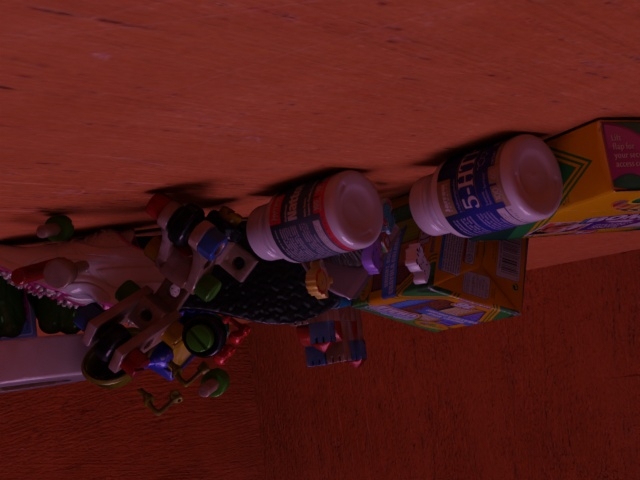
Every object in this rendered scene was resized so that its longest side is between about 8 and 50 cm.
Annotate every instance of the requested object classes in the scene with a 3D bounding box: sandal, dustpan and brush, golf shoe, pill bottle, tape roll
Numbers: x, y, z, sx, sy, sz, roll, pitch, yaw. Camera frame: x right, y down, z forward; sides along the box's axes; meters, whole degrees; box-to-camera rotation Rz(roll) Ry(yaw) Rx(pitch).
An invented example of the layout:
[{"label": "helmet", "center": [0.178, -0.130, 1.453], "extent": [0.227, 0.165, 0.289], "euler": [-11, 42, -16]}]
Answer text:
[{"label": "sandal", "center": [-0.187, 0.049, 1.702], "extent": [0.446, 0.167, 0.107], "euler": [1, 179, -3]}, {"label": "dustpan and brush", "center": [0.000, 0.000, 1.607], "extent": [0.211, 0.147, 0.060], "euler": [13, 149, 43]}, {"label": "golf shoe", "center": [-0.352, 0.038, 1.595], "extent": [0.306, 0.140, 0.115], "euler": [15, 165, 2]}, {"label": "pill bottle", "center": [0.210, -0.064, 1.364], "extent": [0.112, 0.112, 0.187], "euler": [-2, 170, -40]}, {"label": "tape roll", "center": [-0.540, 0.222, 1.804], "extent": [0.392, 0.072, 0.392], "euler": [-9, 171, -1]}, {"label": "pill bottle", "center": [-0.014, -0.026, 1.433], "extent": [0.180, 0.107, 0.108], "euler": [-15, 170, 42]}]

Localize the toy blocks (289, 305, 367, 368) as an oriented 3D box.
[{"label": "toy blocks", "center": [0.015, 0.189, 2.535], "extent": [0.191, 0.260, 0.381], "euler": [-10, 172, 17]}]

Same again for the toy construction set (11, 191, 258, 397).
[{"label": "toy construction set", "center": [-0.235, 0.045, 1.466], "extent": [0.309, 0.257, 0.237], "euler": [11, -170, 13]}]

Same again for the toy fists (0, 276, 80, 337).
[{"label": "toy fists", "center": [-0.484, 0.093, 1.725], "extent": [0.279, 0.142, 0.096], "euler": [-3, 171, -29]}]

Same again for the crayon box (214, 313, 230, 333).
[{"label": "crayon box", "center": [-0.232, 0.116, 2.077], "extent": [0.081, 0.165, 0.278], "euler": [-7, 173, -8]}]

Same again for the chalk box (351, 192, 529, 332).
[{"label": "chalk box", "center": [0.173, 0.037, 1.689], "extent": [0.179, 0.180, 0.289], "euler": [18, 160, -27]}]

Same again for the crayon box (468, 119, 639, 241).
[{"label": "crayon box", "center": [0.438, -0.082, 1.482], "extent": [0.363, 0.106, 0.313], "euler": [-4, 172, -27]}]

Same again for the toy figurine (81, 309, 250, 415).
[{"label": "toy figurine", "center": [-0.241, 0.194, 1.798], "extent": [0.362, 0.191, 0.217], "euler": [-48, 165, -37]}]

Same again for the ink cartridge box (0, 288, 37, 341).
[{"label": "ink cartridge box", "center": [-0.718, 0.143, 1.862], "extent": [0.396, 0.151, 0.270], "euler": [-4, 172, -19]}]

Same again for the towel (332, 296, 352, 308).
[{"label": "towel", "center": [0.022, 0.076, 2.100], "extent": [0.271, 0.040, 0.370], "euler": [21, -171, 31]}]

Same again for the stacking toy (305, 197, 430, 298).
[{"label": "stacking toy", "center": [0.081, -0.011, 1.491], "extent": [0.167, 0.052, 0.221], "euler": [-10, -142, 24]}]
